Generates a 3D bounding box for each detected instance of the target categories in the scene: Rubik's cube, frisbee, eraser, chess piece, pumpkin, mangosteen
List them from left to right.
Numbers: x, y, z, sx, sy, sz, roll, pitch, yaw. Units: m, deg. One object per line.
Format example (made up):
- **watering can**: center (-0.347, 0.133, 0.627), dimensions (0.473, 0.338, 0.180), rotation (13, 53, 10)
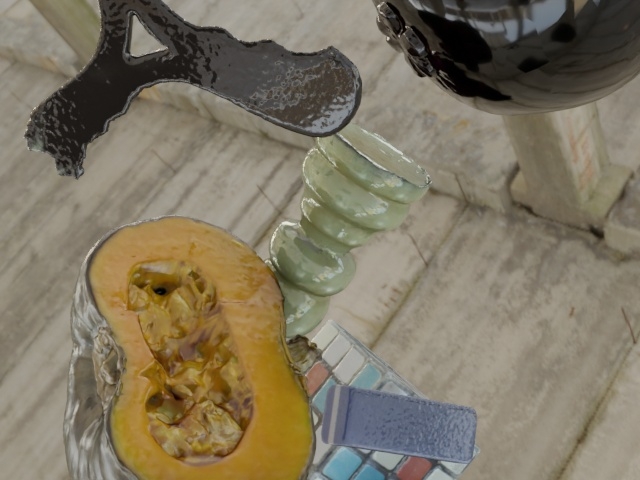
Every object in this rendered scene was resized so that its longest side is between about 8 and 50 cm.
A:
- **frisbee**: center (-0.104, -0.100, 0.383), dimensions (0.187, 0.211, 0.012), rotation (-34, -161, 30)
- **pumpkin**: center (-0.123, 0.154, 0.708), dimensions (0.242, 0.232, 0.325), rotation (1, -133, -21)
- **chess piece**: center (0.000, 0.000, 0.786), dimensions (0.243, 0.133, 0.133), rotation (-58, -138, 20)
- **Rubik's cube**: center (0.062, 0.333, 1.242), dimensions (0.253, 0.256, 0.259), rotation (-49, -152, -1)
- **eraser**: center (0.113, 0.258, 1.016), dimensions (0.036, 0.225, 0.082), rotation (152, -51, -65)
- **mangosteen**: center (0.189, -0.250, 0.601), dimensions (0.313, 0.297, 0.297), rotation (-11, -130, 6)
